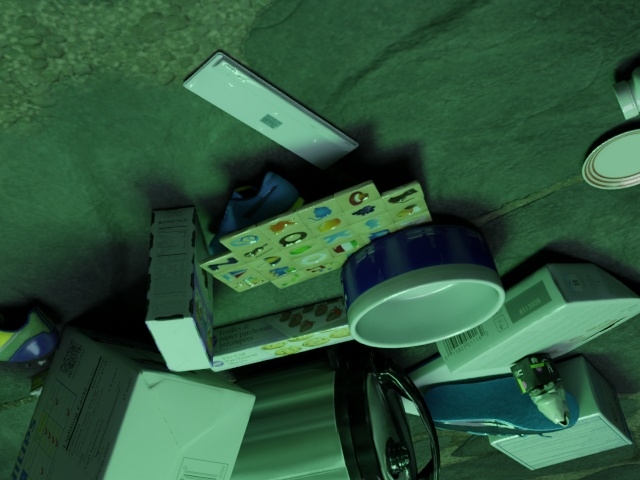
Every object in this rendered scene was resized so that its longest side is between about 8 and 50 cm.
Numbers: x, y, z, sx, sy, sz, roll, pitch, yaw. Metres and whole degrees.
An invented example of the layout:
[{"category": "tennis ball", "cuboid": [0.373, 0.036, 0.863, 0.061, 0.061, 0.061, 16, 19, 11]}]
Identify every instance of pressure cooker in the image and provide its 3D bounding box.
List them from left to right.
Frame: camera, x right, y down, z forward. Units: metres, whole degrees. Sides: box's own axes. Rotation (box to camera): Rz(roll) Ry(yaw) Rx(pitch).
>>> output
[{"category": "pressure cooker", "cuboid": [0.031, 0.426, 1.573, 0.420, 0.376, 0.370, -16, 142, 16]}]

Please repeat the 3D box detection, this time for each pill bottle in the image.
[{"category": "pill bottle", "cuboid": [0.442, -0.202, 0.986, 0.120, 0.067, 0.067, -22, 143, 22]}]

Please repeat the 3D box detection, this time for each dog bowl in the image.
[{"category": "dog bowl", "cuboid": [0.169, 0.083, 1.302, 0.264, 0.104, 0.265, -9, 151, -5]}]

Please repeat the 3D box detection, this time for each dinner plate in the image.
[{"category": "dinner plate", "cuboid": [0.461, -0.125, 1.148, 0.141, 0.017, 0.141, -4, 145, -3]}]

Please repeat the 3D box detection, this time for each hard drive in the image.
[{"category": "hard drive", "cuboid": [0.299, 0.319, 1.753, 0.210, 0.040, 0.318, 21, 138, -34]}]

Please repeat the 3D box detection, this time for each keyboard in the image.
[{"category": "keyboard", "cuboid": [-0.058, -0.163, 1.015, 0.072, 0.014, 0.256, -27, 141, 36]}]

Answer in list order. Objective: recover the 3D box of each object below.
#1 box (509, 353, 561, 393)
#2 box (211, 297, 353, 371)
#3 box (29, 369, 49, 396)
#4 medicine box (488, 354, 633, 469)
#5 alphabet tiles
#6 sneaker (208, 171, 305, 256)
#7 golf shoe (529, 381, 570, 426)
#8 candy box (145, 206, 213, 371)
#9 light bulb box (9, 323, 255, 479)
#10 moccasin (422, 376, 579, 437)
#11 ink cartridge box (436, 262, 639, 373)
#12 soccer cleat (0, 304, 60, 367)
[{"category": "box", "cuboid": [0.443, 0.274, 1.582, 0.083, 0.062, 0.052, 0, 149, -42]}, {"category": "box", "cuboid": [-0.070, 0.179, 1.468, 0.323, 0.063, 0.067, -15, 144, 12]}, {"category": "box", "cuboid": [-0.491, 0.319, 1.631, 0.114, 0.036, 0.207, -28, 140, 29]}, {"category": "medicine box", "cuboid": [0.567, 0.423, 1.854, 0.263, 0.149, 0.289, -24, 143, 24]}, {"category": "alphabet tiles", "cuboid": [0.000, 0.000, 1.177, 0.342, 0.011, 0.285, -20, 159, 9]}, {"category": "sneaker", "cuboid": [-0.114, -0.040, 1.151, 0.082, 0.069, 0.209, 45, 134, -16]}, {"category": "golf shoe", "cuboid": [0.475, 0.341, 1.567, 0.069, 0.086, 0.176, -32, 157, 17]}, {"category": "candy box", "cuboid": [-0.211, 0.075, 1.173, 0.070, 0.196, 0.165, -6, 145, 0]}, {"category": "light bulb box", "cuboid": [-0.341, 0.366, 1.327, 0.225, 0.358, 0.361, 22, 174, -35]}, {"category": "moccasin", "cuboid": [0.394, 0.369, 1.716, 0.341, 0.138, 0.117, 4, 151, 10]}, {"category": "ink cartridge box", "cuboid": [0.465, 0.150, 1.528, 0.385, 0.091, 0.308, 0, 149, -40]}, {"category": "soccer cleat", "cuboid": [-0.606, 0.174, 1.380, 0.289, 0.093, 0.121, -9, 116, 12]}]
